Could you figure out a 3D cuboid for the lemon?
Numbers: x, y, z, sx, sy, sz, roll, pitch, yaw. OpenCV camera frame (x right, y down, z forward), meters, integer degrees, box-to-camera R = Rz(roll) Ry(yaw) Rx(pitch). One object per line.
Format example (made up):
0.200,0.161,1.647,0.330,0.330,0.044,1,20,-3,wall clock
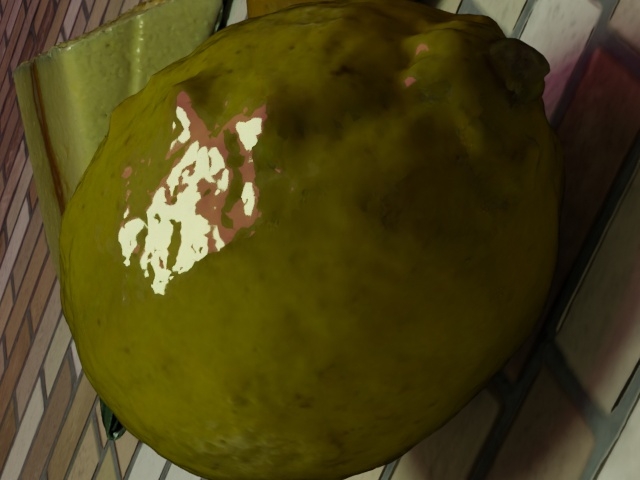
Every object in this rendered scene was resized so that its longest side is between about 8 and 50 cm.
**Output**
-0.004,0.005,0.908,0.316,0.285,0.285,0,75,61,lemon

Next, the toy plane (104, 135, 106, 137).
-0.146,-0.093,1.606,0.194,0.077,0.126,-43,44,42,toy plane

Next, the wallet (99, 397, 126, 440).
-0.190,0.078,1.623,0.160,0.055,0.236,-63,20,21,wallet

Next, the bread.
-0.214,-0.101,1.858,0.345,0.242,0.405,-144,38,-64,bread

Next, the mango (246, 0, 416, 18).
0.011,-0.223,1.204,0.175,0.139,0.254,-100,26,-56,mango
